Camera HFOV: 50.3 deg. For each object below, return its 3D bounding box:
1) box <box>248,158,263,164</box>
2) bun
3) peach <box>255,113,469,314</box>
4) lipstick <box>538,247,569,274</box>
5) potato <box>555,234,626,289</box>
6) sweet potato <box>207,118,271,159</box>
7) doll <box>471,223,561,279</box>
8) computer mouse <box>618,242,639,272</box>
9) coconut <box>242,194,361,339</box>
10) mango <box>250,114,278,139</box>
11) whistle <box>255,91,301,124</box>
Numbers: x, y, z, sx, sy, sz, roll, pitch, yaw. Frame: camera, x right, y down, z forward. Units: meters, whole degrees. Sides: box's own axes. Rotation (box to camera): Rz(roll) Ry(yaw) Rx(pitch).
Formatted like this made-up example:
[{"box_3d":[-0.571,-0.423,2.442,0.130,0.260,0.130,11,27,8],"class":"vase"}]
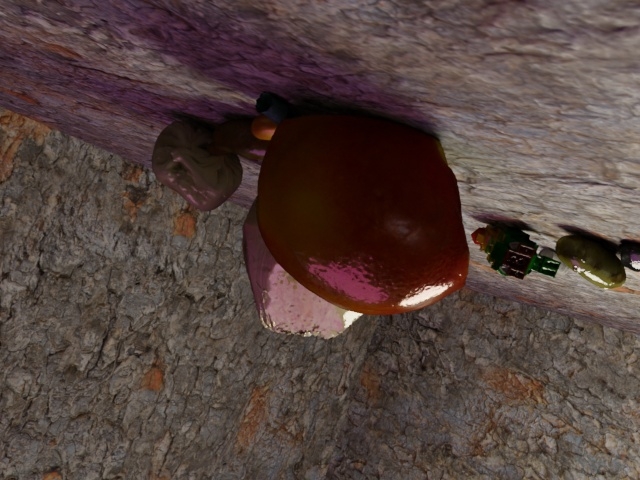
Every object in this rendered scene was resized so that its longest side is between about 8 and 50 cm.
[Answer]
[{"box_3d":[-0.154,-0.211,1.586,0.152,0.048,0.100,26,170,-42],"class":"box"},{"box_3d":[-0.285,-0.185,1.603,0.230,0.229,0.145,21,146,-18],"class":"bun"},{"box_3d":[0.075,-0.032,1.117,0.381,0.306,0.242,15,-179,4],"class":"peach"},{"box_3d":[0.588,0.055,1.713,0.040,0.040,0.141,16,175,39],"class":"lipstick"},{"box_3d":[0.561,0.042,1.402,0.188,0.085,0.105,25,-164,-25],"class":"potato"},{"box_3d":[-0.152,-0.201,1.398,0.346,0.079,0.108,9,159,44],"class":"sweet potato"},{"box_3d":[0.430,0.021,1.551,0.135,0.106,0.186,6,-160,-31],"class":"doll"},{"box_3d":[0.625,0.041,1.328,0.079,0.047,0.135,16,177,43],"class":"computer mouse"},{"box_3d":[0.000,0.000,1.627,0.405,0.404,0.404,19,176,1],"class":"coconut"},{"box_3d":[-0.091,-0.213,1.281,0.089,0.046,0.060,2,169,29],"class":"mango"},{"box_3d":[-0.045,-0.205,1.200,0.039,0.039,0.186,16,175,35],"class":"whistle"}]
